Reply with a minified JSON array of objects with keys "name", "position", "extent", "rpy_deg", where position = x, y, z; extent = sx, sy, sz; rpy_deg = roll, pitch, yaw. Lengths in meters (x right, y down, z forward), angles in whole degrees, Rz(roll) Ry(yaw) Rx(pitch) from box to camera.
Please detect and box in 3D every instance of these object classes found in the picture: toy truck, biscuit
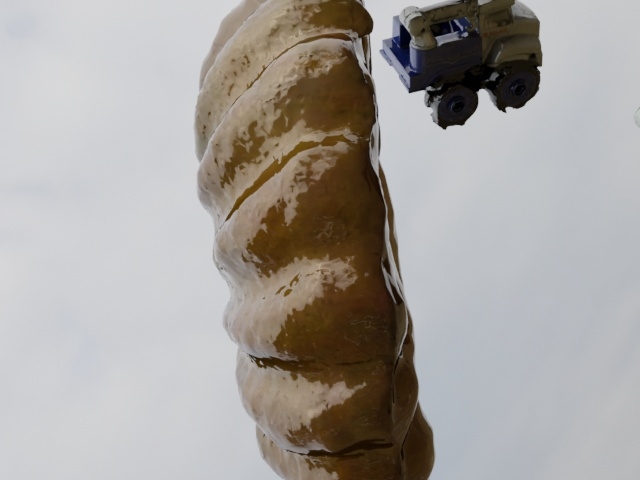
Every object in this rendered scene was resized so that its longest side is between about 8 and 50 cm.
[{"name":"toy truck","position":[0.196,-0.275,1.428],"extent":[0.213,0.161,0.177],"rpy_deg":[-17,-45,-12]},{"name":"biscuit","position":[0.000,0.000,0.598],"extent":[0.326,0.107,0.326],"rpy_deg":[-6,-90,-84]}]

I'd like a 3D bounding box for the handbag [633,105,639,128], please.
[{"name":"handbag","position":[0.335,-0.157,0.607],"extent":[0.298,0.151,0.171],"rpy_deg":[-56,-1,3]}]
